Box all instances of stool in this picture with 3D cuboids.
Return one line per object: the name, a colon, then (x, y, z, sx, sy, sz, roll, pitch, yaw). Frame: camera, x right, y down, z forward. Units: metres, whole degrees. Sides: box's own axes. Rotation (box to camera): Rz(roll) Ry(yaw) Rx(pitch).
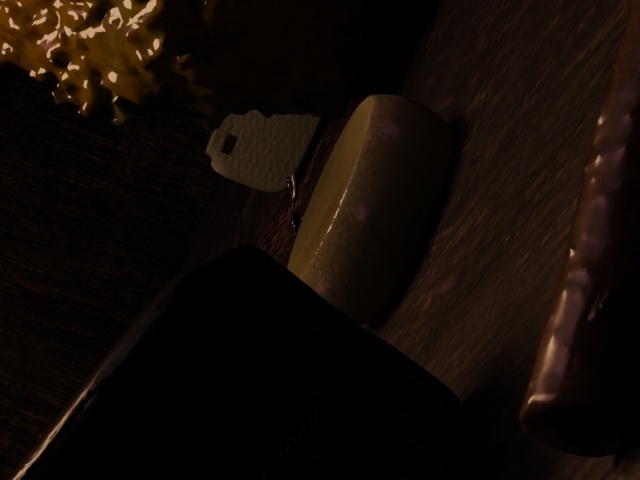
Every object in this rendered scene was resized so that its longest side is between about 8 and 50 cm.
stool: (-0.052, 0.123, 0.721, 0.232, 0.141, 0.232, -53, -3, -5)

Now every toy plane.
toy plane: (0.000, 0.000, 1.228, 0.031, 0.049, 0.120, 120, 152, -51)

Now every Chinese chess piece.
Chinese chess piece: (0.030, -0.019, 1.027, 0.144, 0.058, 0.144, -157, 90, -81)

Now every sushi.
sushi: (-0.112, -0.259, 1.428, 0.351, 0.396, 0.240, -21, -47, -48)

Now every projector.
projector: (-0.023, -0.202, 1.763, 0.198, 0.108, 0.250, -81, 13, -59)

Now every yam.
yam: (0.123, -0.082, 0.587, 0.045, 0.045, 0.326, 75, -150, -63)
